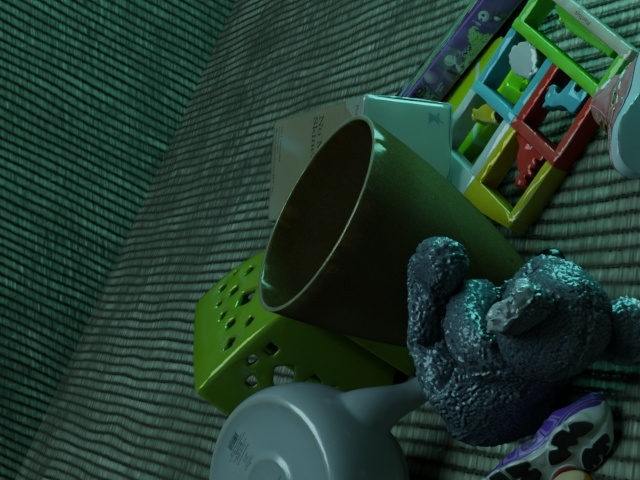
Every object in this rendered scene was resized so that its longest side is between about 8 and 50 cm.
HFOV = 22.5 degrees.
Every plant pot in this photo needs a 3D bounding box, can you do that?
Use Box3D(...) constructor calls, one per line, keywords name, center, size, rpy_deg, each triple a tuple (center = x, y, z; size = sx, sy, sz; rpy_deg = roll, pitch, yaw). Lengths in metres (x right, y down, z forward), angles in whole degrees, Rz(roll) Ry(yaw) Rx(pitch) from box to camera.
Box3D(name="plant pot", center=(0.098, 0.025, 1.788), size=(0.237, 0.254, 0.237), rpy_deg=(-52, 21, 29))
Box3D(name="plant pot", center=(-0.011, 0.119, 2.020), size=(0.207, 0.227, 0.228), rpy_deg=(-49, 21, 18))

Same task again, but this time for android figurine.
Box3D(name="android figurine", center=(0.201, -0.149, 2.068), size=(0.273, 0.056, 0.248), rpy_deg=(-49, 23, 38))

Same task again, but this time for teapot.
Box3D(name="teapot", center=(0.009, 0.280, 1.810), size=(0.256, 0.187, 0.252), rpy_deg=(-13, 78, 46))

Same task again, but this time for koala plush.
Box3D(name="koala plush", center=(0.205, 0.089, 1.549), size=(0.221, 0.196, 0.203), rpy_deg=(-28, 50, 59))

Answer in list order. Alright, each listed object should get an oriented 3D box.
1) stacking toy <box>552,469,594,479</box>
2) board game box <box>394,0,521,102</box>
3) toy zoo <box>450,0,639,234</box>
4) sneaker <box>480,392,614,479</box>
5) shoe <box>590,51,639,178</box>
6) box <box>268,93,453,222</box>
Box3D(name="stacking toy", center=(0.180, 0.310, 1.393), size=(0.175, 0.166, 0.302), rpy_deg=(-27, 23, 46))
Box3D(name="board game box", center=(0.176, -0.249, 2.202), size=(0.347, 0.056, 0.208), rpy_deg=(-51, 9, 32))
Box3D(name="toy zoo", center=(0.238, -0.140, 1.892), size=(0.293, 0.030, 0.192), rpy_deg=(-58, 40, 17))
Box3D(name="sneaker", center=(0.219, 0.208, 1.543), size=(0.170, 0.068, 0.071), rpy_deg=(-42, 11, 29))
Box3D(name="shoe", center=(0.324, -0.122, 1.696), size=(0.081, 0.063, 0.178), rpy_deg=(-41, 23, 52))
Box3D(name="box", center=(0.045, -0.094, 2.039), size=(0.311, 0.121, 0.148), rpy_deg=(171, 104, -68))
